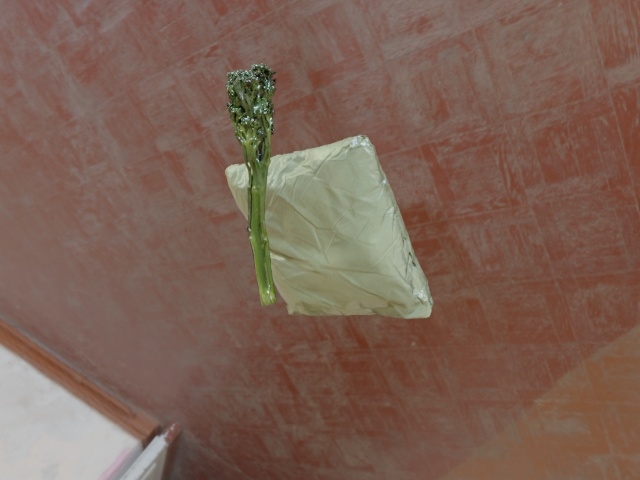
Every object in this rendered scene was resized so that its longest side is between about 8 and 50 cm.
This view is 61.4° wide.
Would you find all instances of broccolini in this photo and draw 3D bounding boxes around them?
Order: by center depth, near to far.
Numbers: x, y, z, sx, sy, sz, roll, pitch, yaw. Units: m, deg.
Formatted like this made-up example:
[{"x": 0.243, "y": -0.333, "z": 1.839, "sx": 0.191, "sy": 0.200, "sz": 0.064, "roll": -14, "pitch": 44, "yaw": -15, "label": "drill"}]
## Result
[{"x": -0.063, "y": -0.050, "z": 0.531, "sx": 0.054, "sy": 0.051, "sz": 0.239, "roll": -151, "pitch": 58, "yaw": -67, "label": "broccolini"}]

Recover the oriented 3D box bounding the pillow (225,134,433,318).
[{"x": 0.001, "y": 0.001, "z": 0.794, "sx": 0.274, "sy": 0.076, "sz": 0.280, "roll": -6, "pitch": 116, "yaw": 38, "label": "pillow"}]
